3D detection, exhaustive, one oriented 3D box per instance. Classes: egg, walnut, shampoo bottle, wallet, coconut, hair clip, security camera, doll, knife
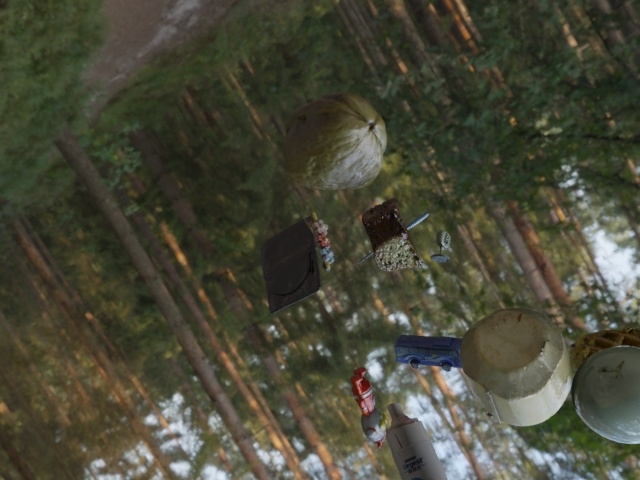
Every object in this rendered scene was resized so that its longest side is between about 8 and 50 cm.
[{"bbox_3d":[0.586,0.298,1.324,0.182,0.183,0.264,-33,172,-9],"label":"egg"},{"bbox_3d":[0.039,-0.236,1.671,0.283,0.283,0.227,-26,-156,55],"label":"walnut"},{"bbox_3d":[0.211,0.484,1.422,0.092,0.303,0.092,-19,159,-8],"label":"shampoo bottle"},{"bbox_3d":[-0.112,0.088,2.452,0.247,0.041,0.323,-27,-131,25],"label":"wallet"},{"bbox_3d":[0.543,0.349,1.897,0.323,0.323,0.323,-32,-176,3],"label":"coconut"},{"bbox_3d":[0.004,-0.004,2.141,0.062,0.214,0.056,14,132,-42],"label":"hair clip"},{"bbox_3d":[0.357,0.014,1.996,0.058,0.058,0.092,-26,-132,58],"label":"security camera"},{"bbox_3d":[0.144,0.501,2.012,0.076,0.245,0.142,-18,-175,17],"label":"doll"},{"bbox_3d":[0.246,-0.009,2.340,0.313,0.019,0.044,-34,-176,-13],"label":"knife"}]

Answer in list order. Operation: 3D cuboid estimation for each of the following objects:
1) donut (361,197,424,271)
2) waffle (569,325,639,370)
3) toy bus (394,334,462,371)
[{"bbox_3d":[0.199,-0.008,1.912,0.126,0.187,0.144,-20,-169,10],"label":"donut"},{"bbox_3d":[0.909,0.374,1.897,0.382,0.095,0.380,-4,-145,-12],"label":"waffle"},{"bbox_3d":[0.352,0.354,2.167,0.236,0.094,0.079,-2,-147,30],"label":"toy bus"}]
